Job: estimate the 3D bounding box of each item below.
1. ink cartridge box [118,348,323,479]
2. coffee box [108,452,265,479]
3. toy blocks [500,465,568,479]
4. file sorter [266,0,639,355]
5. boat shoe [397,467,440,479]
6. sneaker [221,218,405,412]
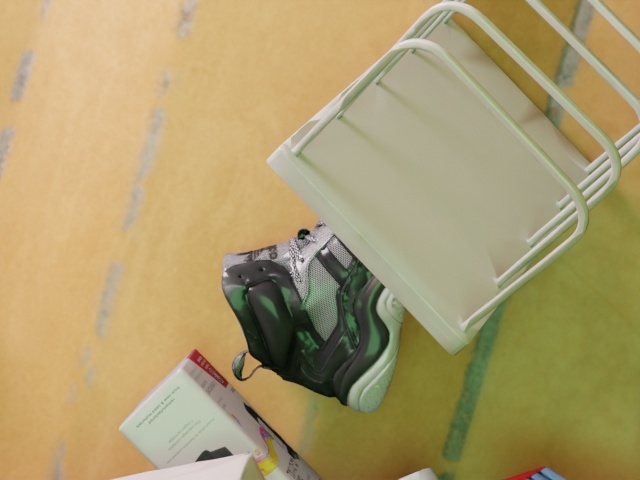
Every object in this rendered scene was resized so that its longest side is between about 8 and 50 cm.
[{"bbox_3d":[-0.072,0.181,1.346,0.072,0.127,0.175,-44,92,3],"label":"ink cartridge box"},{"bbox_3d":[-0.170,0.407,1.185,0.338,0.337,0.334,-14,116,19],"label":"coffee box"},{"bbox_3d":[0.176,0.329,1.318,0.261,0.191,0.381,32,115,25],"label":"toy blocks"},{"bbox_3d":[0.136,-0.094,1.213,0.193,0.278,0.173,46,132,-1],"label":"file sorter"},{"bbox_3d":[0.029,0.274,1.350,0.226,0.083,0.076,-44,67,29],"label":"boat shoe"},{"bbox_3d":[0.000,0.000,1.339,0.153,0.101,0.268,9,96,2],"label":"sneaker"}]
